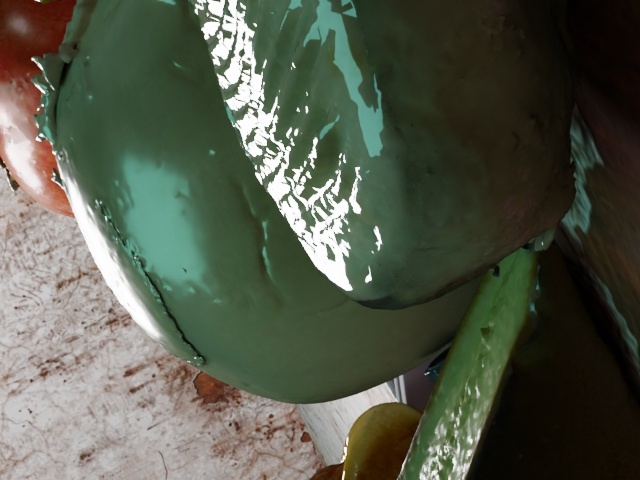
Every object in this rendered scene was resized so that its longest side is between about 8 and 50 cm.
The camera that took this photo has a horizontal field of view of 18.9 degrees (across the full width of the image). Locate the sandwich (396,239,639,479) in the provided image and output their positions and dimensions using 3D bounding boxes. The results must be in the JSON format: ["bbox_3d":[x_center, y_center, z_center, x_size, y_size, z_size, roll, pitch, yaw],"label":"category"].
[{"bbox_3d":[0.118,0.113,1.064,0.235,0.128,0.122,-69,22,13],"label":"sandwich"}]

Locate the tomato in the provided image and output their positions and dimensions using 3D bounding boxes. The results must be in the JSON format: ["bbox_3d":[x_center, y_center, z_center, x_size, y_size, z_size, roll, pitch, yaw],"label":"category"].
[{"bbox_3d":[-0.276,-0.183,2.294,0.293,0.290,0.325,-120,7,-48],"label":"tomato"}]

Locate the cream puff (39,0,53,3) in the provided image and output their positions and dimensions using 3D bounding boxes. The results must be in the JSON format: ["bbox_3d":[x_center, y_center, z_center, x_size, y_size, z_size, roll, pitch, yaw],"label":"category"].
[{"bbox_3d":[-0.147,-0.271,1.281,0.196,0.244,0.244,47,168,22],"label":"cream puff"}]

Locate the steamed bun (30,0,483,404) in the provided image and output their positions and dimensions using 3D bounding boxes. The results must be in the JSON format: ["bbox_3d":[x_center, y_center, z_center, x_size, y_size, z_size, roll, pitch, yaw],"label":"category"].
[{"bbox_3d":[-0.044,-0.038,1.240,0.312,0.233,0.334,63,175,18],"label":"steamed bun"}]

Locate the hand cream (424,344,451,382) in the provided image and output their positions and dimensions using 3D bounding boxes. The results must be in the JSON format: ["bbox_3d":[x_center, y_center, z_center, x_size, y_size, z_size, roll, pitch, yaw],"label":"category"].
[{"bbox_3d":[0.156,0.170,1.193,0.256,0.055,0.088,53,170,-3],"label":"hand cream"}]

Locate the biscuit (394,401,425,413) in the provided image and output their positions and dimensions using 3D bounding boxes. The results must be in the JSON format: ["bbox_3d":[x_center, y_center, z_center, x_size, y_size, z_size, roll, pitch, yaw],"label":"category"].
[{"bbox_3d":[0.137,0.261,1.825,0.208,0.047,0.164,59,171,35],"label":"biscuit"}]

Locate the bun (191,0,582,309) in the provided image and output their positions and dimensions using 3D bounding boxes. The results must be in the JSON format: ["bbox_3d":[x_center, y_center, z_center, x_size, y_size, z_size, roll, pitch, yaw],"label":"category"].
[{"bbox_3d":[0.034,-0.087,0.823,0.239,0.141,0.239,157,90,-79],"label":"bun"}]

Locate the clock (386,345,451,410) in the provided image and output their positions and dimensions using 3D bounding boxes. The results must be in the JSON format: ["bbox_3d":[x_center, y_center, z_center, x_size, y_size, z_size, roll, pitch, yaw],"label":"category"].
[{"bbox_3d":[0.047,0.027,1.533,0.197,0.063,0.150,61,172,24],"label":"clock"}]

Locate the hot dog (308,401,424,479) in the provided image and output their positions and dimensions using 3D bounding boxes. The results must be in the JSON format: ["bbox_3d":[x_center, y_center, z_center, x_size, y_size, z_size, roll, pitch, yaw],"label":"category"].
[{"bbox_3d":[0.088,0.258,1.485,0.256,0.153,0.150,47,171,8],"label":"hot dog"}]
